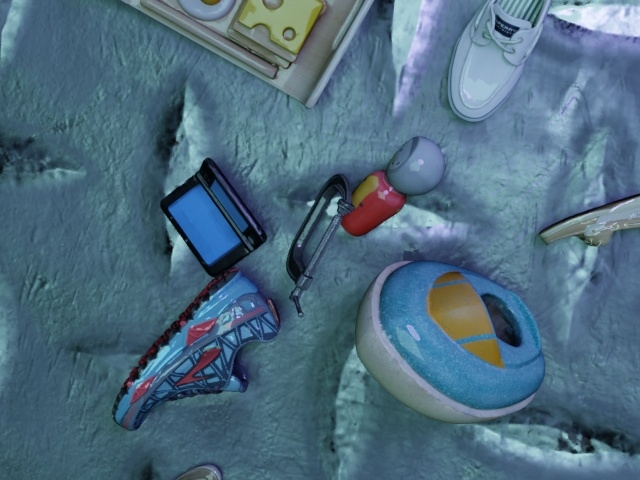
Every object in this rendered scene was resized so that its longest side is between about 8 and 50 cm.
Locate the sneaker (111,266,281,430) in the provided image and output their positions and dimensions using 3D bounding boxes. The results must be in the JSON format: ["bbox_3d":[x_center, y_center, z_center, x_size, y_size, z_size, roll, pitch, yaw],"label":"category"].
[{"bbox_3d":[-0.153,0.162,1.020,0.125,0.104,0.262,42,107,-5],"label":"sneaker"}]

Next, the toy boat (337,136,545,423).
[{"bbox_3d":[0.128,0.043,0.902,0.148,0.267,0.318,-41,62,32],"label":"toy boat"}]

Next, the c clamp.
[{"bbox_3d":[0.000,0.000,0.963,0.022,0.137,0.161,24,97,-20],"label":"c clamp"}]

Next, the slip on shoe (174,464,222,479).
[{"bbox_3d":[-0.190,0.342,1.082,0.135,0.041,0.051,-28,93,12],"label":"slip on shoe"}]

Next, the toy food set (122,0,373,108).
[{"bbox_3d":[-0.088,-0.318,0.937,0.306,0.092,0.220,30,102,-1],"label":"toy food set"}]

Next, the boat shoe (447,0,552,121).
[{"bbox_3d":[0.204,-0.241,0.917,0.083,0.076,0.226,23,101,6],"label":"boat shoe"}]

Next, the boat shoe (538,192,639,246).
[{"bbox_3d":[0.321,-0.015,0.944,0.135,0.050,0.045,-19,89,11],"label":"boat shoe"}]

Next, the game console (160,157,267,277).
[{"bbox_3d":[-0.134,-0.025,1.008,0.071,0.107,0.122,-36,92,-16],"label":"game console"}]
